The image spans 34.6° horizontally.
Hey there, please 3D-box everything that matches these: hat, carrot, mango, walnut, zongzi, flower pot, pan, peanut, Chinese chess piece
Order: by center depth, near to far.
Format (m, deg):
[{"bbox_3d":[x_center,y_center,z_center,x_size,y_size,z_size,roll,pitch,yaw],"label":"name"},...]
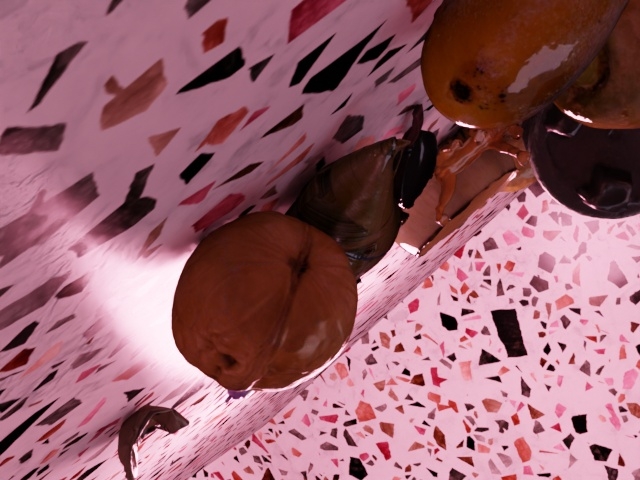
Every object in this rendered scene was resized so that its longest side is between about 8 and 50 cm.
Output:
[{"bbox_3d":[0.221,-0.235,0.970,0.316,0.146,0.193,-45,179,-7],"label":"mango"},{"bbox_3d":[-0.063,0.074,1.126,0.195,0.195,0.222,-31,167,-45],"label":"walnut"},{"bbox_3d":[0.066,-0.063,1.258,0.289,0.123,0.260,-53,170,35],"label":"zongzi"},{"bbox_3d":[0.446,-0.273,1.368,0.340,0.224,0.224,-22,162,-35],"label":"carrot"},{"bbox_3d":[0.120,-0.121,1.378,0.115,0.040,0.212,-62,162,-21],"label":"pan"},{"bbox_3d":[0.486,-0.176,1.675,0.299,0.299,0.283,-42,-172,11],"label":"flower pot"},{"bbox_3d":[-0.317,0.335,1.774,0.147,0.085,0.175,-49,-164,-15],"label":"hat"},{"bbox_3d":[0.228,-0.082,1.817,0.257,0.104,0.257,-38,171,-7],"label":"Chinese chess piece"},{"bbox_3d":[0.421,-0.173,2.106,0.253,0.122,0.137,-32,176,-31],"label":"peanut"}]

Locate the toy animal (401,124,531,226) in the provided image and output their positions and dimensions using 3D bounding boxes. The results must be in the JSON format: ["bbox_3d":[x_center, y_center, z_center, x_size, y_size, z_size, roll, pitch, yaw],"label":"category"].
[{"bbox_3d":[0.212,-0.124,1.650,0.255,0.114,0.116,-37,-155,7],"label":"toy animal"}]

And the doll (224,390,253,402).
[{"bbox_3d":[-0.130,0.263,2.150,0.206,0.067,0.110,-48,-178,-17],"label":"doll"}]

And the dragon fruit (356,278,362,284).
[{"bbox_3d":[-0.004,0.070,1.580,0.175,0.142,0.138,-60,154,-51],"label":"dragon fruit"}]
